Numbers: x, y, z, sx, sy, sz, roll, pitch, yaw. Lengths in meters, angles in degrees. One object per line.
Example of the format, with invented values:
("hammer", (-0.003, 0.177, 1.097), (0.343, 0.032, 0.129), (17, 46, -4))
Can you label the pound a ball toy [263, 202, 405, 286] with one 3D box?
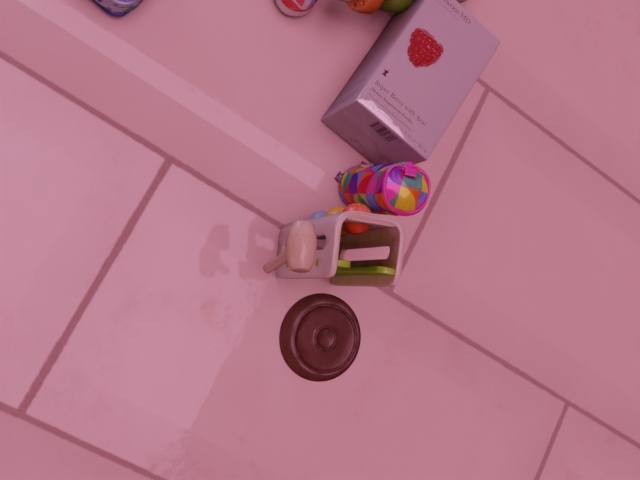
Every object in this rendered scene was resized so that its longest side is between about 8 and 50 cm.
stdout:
("pound a ball toy", (0.000, 0.000, 1.258), (0.208, 0.319, 0.136), (9, 83, -21))

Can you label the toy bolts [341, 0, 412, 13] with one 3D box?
("toy bolts", (0.091, -0.551, 1.335), (0.158, 0.218, 0.229), (-13, 73, -39))

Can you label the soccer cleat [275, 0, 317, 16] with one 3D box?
("soccer cleat", (-0.043, -0.588, 1.384), (0.108, 0.116, 0.318), (-4, 89, -22))

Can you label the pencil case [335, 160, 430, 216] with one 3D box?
("pencil case", (0.111, -0.098, 1.362), (0.104, 0.236, 0.105), (-2, 96, -20))

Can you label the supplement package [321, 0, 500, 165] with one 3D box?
("supplement package", (0.172, -0.305, 1.422), (0.177, 0.175, 0.293), (37, 74, -15))

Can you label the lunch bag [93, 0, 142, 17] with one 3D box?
("lunch bag", (-0.371, -0.505, 1.262), (0.219, 0.090, 0.176), (39, 73, -15))

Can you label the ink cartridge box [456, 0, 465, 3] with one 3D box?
("ink cartridge box", (0.212, -0.626, 1.471), (0.211, 0.121, 0.289), (-11, 91, -34))

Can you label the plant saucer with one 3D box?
("plant saucer", (0.005, 0.184, 1.407), (0.168, 0.029, 0.169), (2, 85, -21))
